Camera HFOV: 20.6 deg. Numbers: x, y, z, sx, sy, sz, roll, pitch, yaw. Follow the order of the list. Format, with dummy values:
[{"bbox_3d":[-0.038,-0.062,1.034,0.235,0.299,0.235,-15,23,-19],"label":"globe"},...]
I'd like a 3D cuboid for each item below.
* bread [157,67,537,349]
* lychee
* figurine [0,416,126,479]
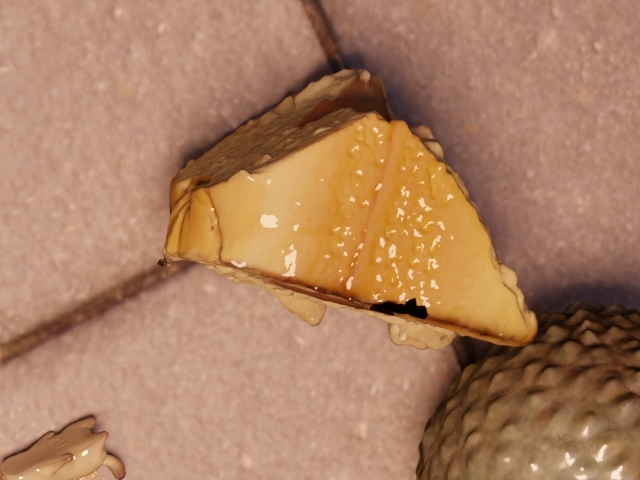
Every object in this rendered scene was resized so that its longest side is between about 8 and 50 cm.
[{"bbox_3d":[0.000,0.012,1.226,0.211,0.183,0.224,-26,99,-15],"label":"bread"},{"bbox_3d":[0.199,0.178,1.271,0.274,0.255,0.255,-43,106,-19],"label":"lychee"},{"bbox_3d":[-0.182,0.166,1.244,0.083,0.047,0.050,-24,111,-13],"label":"figurine"}]
